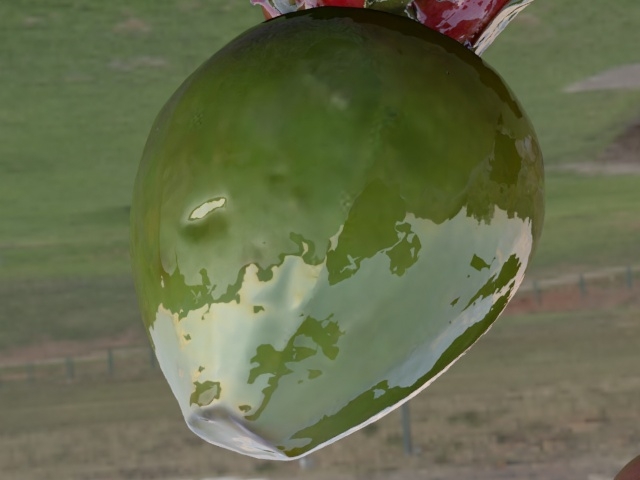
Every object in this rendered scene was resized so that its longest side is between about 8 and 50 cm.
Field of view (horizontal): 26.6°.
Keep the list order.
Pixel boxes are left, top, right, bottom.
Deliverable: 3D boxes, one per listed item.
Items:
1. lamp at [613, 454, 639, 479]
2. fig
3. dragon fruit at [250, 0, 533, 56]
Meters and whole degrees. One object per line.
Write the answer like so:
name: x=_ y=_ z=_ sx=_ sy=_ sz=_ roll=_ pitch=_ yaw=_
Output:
lamp: x=0.358 y=0.323 z=1.178 sx=0.305 sy=0.305 sz=0.239 roll=-3 pitch=147 yaw=-23
fig: x=-0.006 y=-0.008 z=0.682 sx=0.230 sy=0.207 sz=0.207 roll=-38 pitch=-169 yaw=-19
dragon fruit: x=0.057 y=-0.162 z=0.770 sx=0.172 sy=0.160 sz=0.166 roll=-25 pitch=131 yaw=37
